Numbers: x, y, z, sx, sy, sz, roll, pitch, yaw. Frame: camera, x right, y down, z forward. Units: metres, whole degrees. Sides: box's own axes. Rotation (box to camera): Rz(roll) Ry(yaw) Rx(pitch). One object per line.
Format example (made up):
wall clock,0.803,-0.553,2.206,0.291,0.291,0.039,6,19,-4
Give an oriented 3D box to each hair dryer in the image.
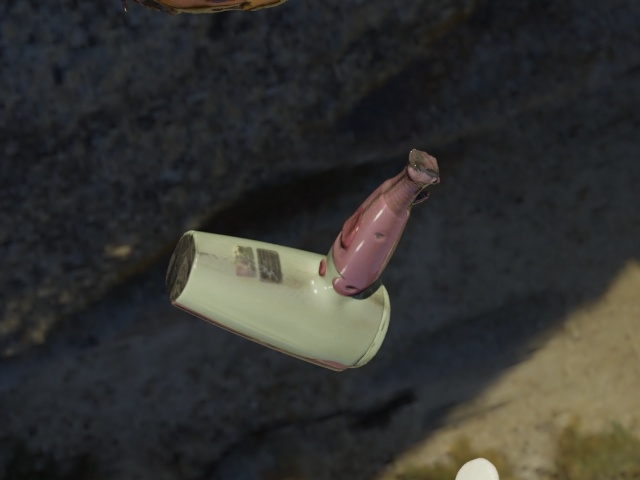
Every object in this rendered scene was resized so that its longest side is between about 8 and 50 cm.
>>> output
hair dryer,0.007,0.001,0.849,0.106,0.054,0.154,21,138,-27

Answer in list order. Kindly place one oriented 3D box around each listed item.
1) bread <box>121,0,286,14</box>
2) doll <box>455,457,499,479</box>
bread,-0.027,-0.267,0.785,0.149,0.344,0.195,-9,144,16
doll,0.115,0.241,1.060,0.085,0.183,0.217,-4,149,33
